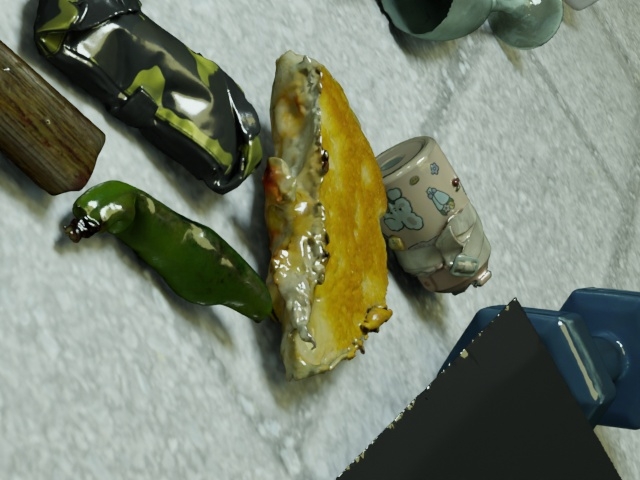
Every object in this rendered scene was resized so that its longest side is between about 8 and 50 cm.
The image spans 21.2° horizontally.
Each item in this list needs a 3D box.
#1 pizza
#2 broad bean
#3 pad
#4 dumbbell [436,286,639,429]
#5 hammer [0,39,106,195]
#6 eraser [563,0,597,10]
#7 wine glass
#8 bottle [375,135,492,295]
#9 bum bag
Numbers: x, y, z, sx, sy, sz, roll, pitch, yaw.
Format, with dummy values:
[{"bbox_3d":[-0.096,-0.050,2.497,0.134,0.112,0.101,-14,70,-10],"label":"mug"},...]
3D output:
[{"bbox_3d":[0.001,0.000,1.413,0.189,0.071,0.297,52,29,-51],"label":"pizza"},{"bbox_3d":[-0.110,0.004,1.240,0.195,0.046,0.061,27,56,-42],"label":"broad bean"},{"bbox_3d":[0.124,0.237,1.352,0.367,0.007,0.247,-41,103,-42],"label":"pad"},{"bbox_3d":[0.242,0.124,1.638,0.316,0.144,0.156,-5,70,-61],"label":"dumbbell"},{"bbox_3d":[-0.280,-0.157,1.069,0.409,0.095,0.242,48,30,-38],"label":"hammer"},{"bbox_3d":[0.266,-0.424,2.225,0.270,0.095,0.174,28,40,-50],"label":"eraser"},{"bbox_3d":[0.142,-0.344,1.930,0.309,0.096,0.264,-7,75,-61],"label":"wine glass"},{"bbox_3d":[0.104,-0.013,1.578,0.152,0.099,0.099,58,27,-15],"label":"bottle"},{"bbox_3d":[-0.126,-0.124,1.310,0.232,0.060,0.106,40,44,-34],"label":"bum bag"}]
